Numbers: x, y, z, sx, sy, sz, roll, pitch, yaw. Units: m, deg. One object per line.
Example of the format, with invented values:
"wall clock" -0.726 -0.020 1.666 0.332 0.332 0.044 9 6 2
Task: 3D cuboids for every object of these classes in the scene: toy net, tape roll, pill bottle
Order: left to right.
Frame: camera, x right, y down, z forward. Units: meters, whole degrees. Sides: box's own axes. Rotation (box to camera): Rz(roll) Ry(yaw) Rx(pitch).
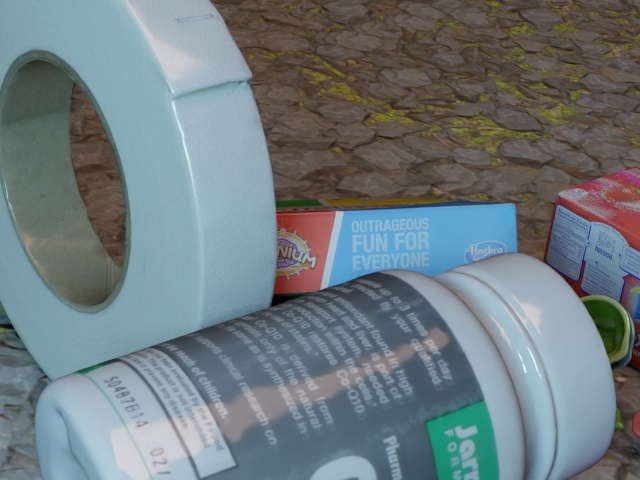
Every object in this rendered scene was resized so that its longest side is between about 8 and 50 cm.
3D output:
"tape roll" -0.173 -0.051 1.156 0.072 0.392 0.392 -16 36 -35
"pill bottle" 0.008 0.136 1.012 0.361 0.204 0.204 -18 37 -25
"toy net" 0.307 0.092 1.207 0.232 0.045 0.122 -13 59 27

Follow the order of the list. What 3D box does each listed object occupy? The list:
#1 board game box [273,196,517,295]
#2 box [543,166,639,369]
"board game box" 0.000 0.000 1.297 0.242 0.064 0.316 -3 3 -17
"box" 0.335 0.048 1.351 0.123 0.128 0.257 -19 37 -37
